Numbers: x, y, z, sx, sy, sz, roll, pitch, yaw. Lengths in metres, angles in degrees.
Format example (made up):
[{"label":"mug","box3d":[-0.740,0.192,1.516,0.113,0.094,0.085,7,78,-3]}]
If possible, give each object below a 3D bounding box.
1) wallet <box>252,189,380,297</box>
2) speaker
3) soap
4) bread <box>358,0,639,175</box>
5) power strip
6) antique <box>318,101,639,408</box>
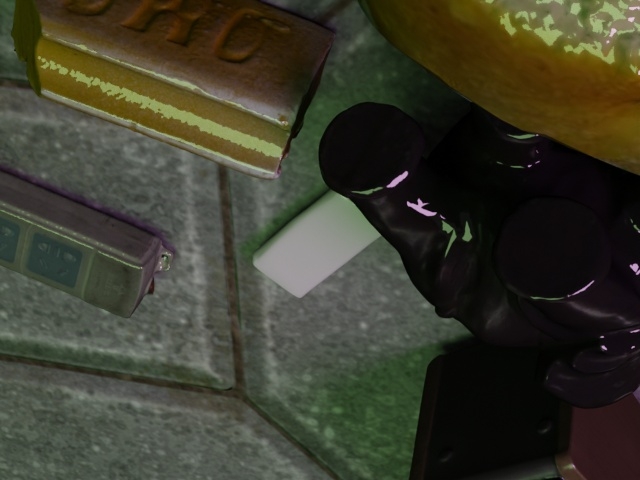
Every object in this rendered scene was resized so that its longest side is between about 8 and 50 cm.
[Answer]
[{"label":"wallet","box3d":[0.000,0.000,1.119,0.061,0.025,0.122,41,127,-13]},{"label":"speaker","box3d":[0.203,0.213,1.119,0.153,0.192,0.231,-21,122,29]},{"label":"soap","box3d":[-0.117,-0.140,0.972,0.232,0.140,0.073,21,127,1]},{"label":"bread","box3d":[0.201,-0.163,0.708,0.395,0.239,0.264,39,116,10]},{"label":"power strip","box3d":[-0.268,-0.012,1.176,0.272,0.052,0.078,23,131,-1]},{"label":"antique","box3d":[0.179,-0.002,0.931,0.322,0.185,0.255,26,166,24]}]
